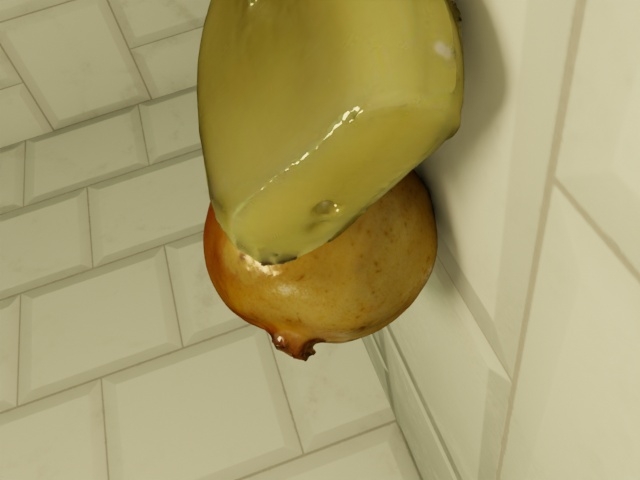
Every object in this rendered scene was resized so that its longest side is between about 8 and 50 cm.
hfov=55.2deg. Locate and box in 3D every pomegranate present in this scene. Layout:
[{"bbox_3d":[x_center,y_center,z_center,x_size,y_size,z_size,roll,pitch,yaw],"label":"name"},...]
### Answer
[{"bbox_3d":[0.000,0.000,0.679,0.264,0.264,0.264,161,90,-85],"label":"pomegranate"}]

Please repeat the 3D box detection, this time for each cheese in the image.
[{"bbox_3d":[-0.016,-0.164,0.503,0.128,0.259,0.316,18,-128,-41],"label":"cheese"}]
